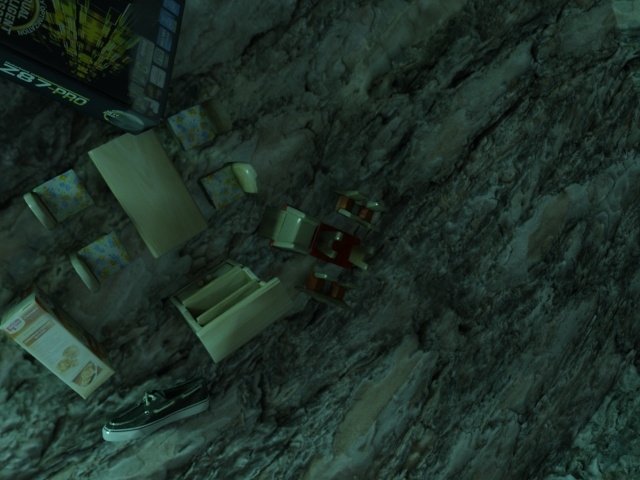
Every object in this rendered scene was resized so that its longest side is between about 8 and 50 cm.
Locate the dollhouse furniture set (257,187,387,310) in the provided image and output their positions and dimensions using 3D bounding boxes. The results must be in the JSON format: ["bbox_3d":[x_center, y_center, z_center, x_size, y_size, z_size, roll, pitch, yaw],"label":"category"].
[{"bbox_3d":[0.000,0.000,1.136,0.259,0.135,0.262,23,86,-42],"label":"dollhouse furniture set"}]

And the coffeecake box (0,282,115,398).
[{"bbox_3d":[-0.465,0.175,0.864,0.068,0.142,0.185,-44,116,-18],"label":"coffeecake box"}]

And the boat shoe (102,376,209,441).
[{"bbox_3d":[-0.338,0.341,1.006,0.219,0.077,0.070,-13,105,-36],"label":"boat shoe"}]

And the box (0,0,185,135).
[{"bbox_3d":[-0.373,-0.408,0.754,0.318,0.097,0.395,23,67,-47],"label":"box"}]

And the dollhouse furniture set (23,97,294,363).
[{"bbox_3d":[-0.253,-0.012,0.892,0.362,0.256,0.394,-35,113,-21],"label":"dollhouse furniture set"}]
